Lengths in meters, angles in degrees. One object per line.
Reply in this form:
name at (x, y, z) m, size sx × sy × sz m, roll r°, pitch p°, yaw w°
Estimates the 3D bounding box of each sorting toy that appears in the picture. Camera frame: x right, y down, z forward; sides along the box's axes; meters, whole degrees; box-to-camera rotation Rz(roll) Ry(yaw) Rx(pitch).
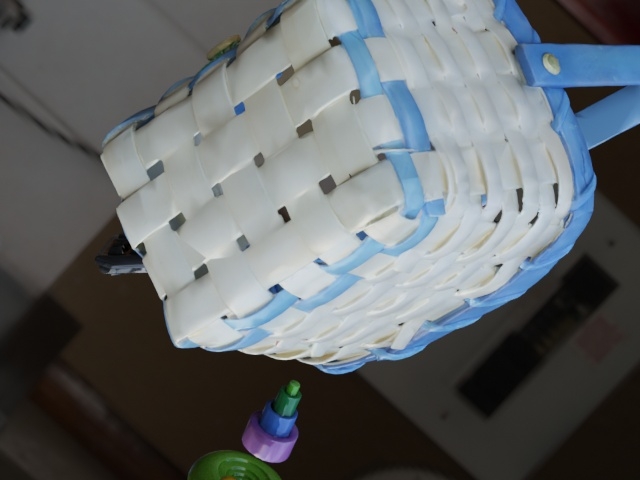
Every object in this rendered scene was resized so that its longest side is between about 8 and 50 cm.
sorting toy at (-0.086, 0.267, 2.027) m, size 0.126 × 0.127 × 0.365 m, roll -66°, pitch 175°, yaw 27°

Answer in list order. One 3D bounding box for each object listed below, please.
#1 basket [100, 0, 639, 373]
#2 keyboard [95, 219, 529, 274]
basket at (0.048, -0.045, 0.963) m, size 0.255 × 0.201 × 0.289 m, roll -32°, pitch 160°, yaw 33°
keyboard at (0.000, 0.000, 1.297) m, size 0.201 × 0.317 × 0.033 m, roll -84°, pitch 173°, yaw -87°
